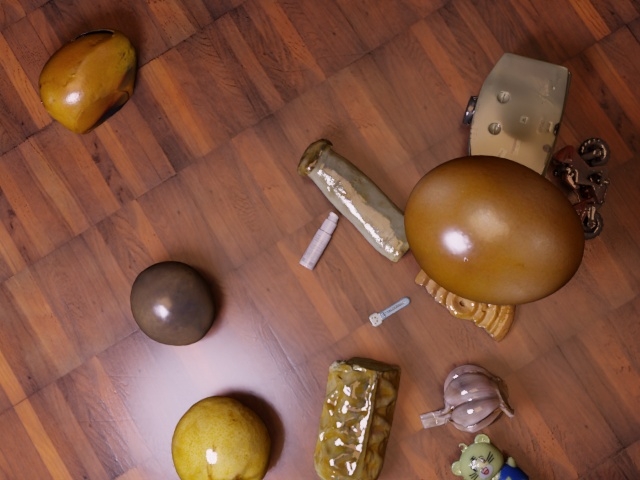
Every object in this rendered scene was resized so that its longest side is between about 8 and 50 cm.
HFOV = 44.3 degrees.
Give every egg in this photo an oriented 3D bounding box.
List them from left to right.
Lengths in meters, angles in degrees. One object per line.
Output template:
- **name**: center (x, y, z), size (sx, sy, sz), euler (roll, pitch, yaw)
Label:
- **egg**: center (0.334, -0.018, 1.521), size (0.351, 0.282, 0.283), euler (16, 87, 0)

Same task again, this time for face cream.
- **face cream**: center (0.000, 0.000, 1.687), size (0.034, 0.034, 0.130), euler (29, 89, 6)

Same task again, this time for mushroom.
- **mushroom**: center (0.080, -0.087, 1.670), size (0.312, 0.081, 0.100), euler (44, 93, 2)

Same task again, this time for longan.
- **longan**: center (-0.307, 0.133, 1.641), size (0.167, 0.167, 0.187), euler (-44, 105, 0)

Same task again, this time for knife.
- **knife**: center (0.149, 0.150, 1.676), size (0.096, 0.010, 0.027), euler (-32, 84, 1)

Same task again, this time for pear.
- **pear**: center (-0.205, 0.416, 1.589), size (0.208, 0.209, 0.209), euler (0, 85, 4)

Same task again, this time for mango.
- **mango**: center (-0.505, -0.362, 1.704), size (0.236, 0.136, 0.166), euler (-38, 81, -5)

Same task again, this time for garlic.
- **garlic**: center (0.286, 0.330, 1.610), size (0.194, 0.127, 0.131), euler (-23, 51, 29)

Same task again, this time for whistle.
- **whistle**: center (0.368, 0.492, 1.595), size (0.227, 0.085, 0.105), euler (42, 92, 6)

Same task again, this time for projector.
- **projector**: center (0.400, -0.249, 1.652), size (0.193, 0.088, 0.270), euler (16, 86, 5)

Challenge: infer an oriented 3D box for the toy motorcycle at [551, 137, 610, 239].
- **toy motorcycle**: center (0.536, -0.110, 1.637), size (0.118, 0.084, 0.213), euler (5, 90, -4)

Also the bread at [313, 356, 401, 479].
- **bread**: center (0.071, 0.377, 1.606), size (0.152, 0.130, 0.268), euler (12, 86, -4)

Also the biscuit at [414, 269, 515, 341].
- **biscuit**: center (0.324, 0.102, 1.657), size (0.224, 0.033, 0.144), euler (38, 89, 5)
